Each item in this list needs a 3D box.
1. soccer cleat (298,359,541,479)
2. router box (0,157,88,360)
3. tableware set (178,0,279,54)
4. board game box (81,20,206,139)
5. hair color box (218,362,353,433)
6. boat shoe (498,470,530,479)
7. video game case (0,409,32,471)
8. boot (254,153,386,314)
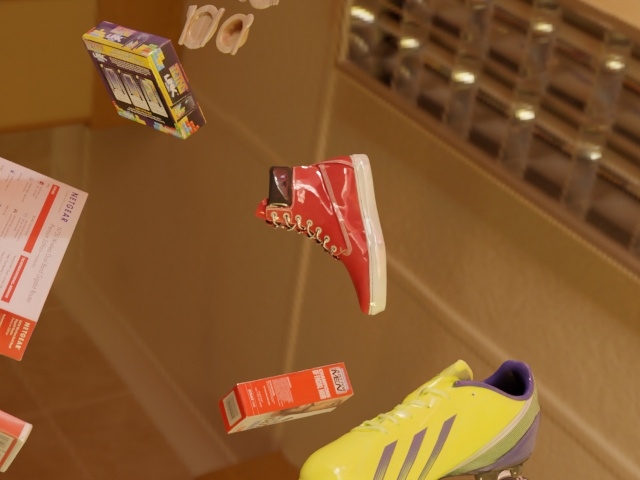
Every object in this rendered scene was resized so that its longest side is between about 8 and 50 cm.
[{"bbox_3d":[0.090,0.166,1.097,0.093,0.289,0.121,15,-76,44],"label":"soccer cleat"},{"bbox_3d":[-0.522,-0.009,1.800,0.335,0.301,0.082,-83,-161,-56],"label":"router box"},{"bbox_3d":[-0.115,-0.305,1.606,0.168,0.020,0.141,24,-95,47],"label":"tableware set"},{"bbox_3d":[-0.250,-0.228,1.760,0.170,0.048,0.141,23,-36,44],"label":"board game box"},{"bbox_3d":[-0.049,0.224,1.764,0.093,0.167,0.053,-48,-124,58],"label":"hair color box"},{"bbox_3d":[0.156,0.345,1.268,0.233,0.084,0.079,-55,-153,-8],"label":"boat shoe"},{"bbox_3d":[-0.483,0.185,1.452,0.204,0.285,0.025,-44,-159,62],"label":"video game case"},{"bbox_3d":[0.000,0.000,1.796,0.088,0.176,0.244,104,-24,-69],"label":"boot"}]
